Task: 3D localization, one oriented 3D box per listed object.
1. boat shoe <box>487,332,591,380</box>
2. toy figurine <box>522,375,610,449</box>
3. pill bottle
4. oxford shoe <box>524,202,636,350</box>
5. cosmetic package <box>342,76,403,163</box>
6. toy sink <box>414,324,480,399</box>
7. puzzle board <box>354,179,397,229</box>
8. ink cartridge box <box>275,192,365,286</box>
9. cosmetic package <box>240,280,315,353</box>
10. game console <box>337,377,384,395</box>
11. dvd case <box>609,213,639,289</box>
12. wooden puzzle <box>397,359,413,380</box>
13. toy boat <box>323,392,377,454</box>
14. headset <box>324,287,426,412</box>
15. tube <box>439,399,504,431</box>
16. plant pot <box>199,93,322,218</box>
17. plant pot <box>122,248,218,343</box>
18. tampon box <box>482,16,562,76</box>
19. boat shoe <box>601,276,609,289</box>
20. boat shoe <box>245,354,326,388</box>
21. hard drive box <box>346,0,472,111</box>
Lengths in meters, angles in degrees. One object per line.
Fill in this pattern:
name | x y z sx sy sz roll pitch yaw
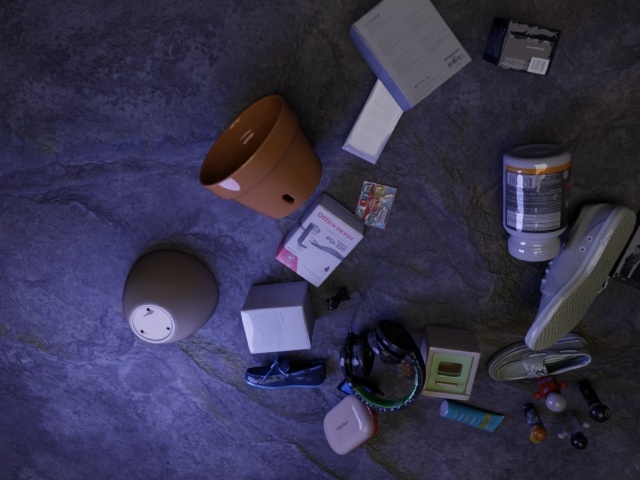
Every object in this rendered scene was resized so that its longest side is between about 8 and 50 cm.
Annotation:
boat shoe | 0.659 0.363 1.631 0.302 0.094 0.109 -23 111 14
toy figurine | 0.756 0.537 1.673 0.213 0.148 0.210 14 114 -3
pill bottle | 0.556 -0.098 1.394 0.162 0.162 0.279 -6 114 7
oxford shoe | 0.676 0.094 1.456 0.169 0.130 0.449 17 104 -43
cosmetic package | 0.151 -0.325 1.375 0.098 0.060 0.239 25 113 -9
toy sink | 0.383 0.398 1.647 0.152 0.131 0.234 7 115 2
puzzle board | 0.151 -0.098 1.506 0.096 0.011 0.128 14 115 -2
ink cartridge box | 0.000 0.000 1.513 0.158 0.092 0.218 35 114 -11
cosmetic package | -0.120 0.224 1.595 0.183 0.151 0.152 -5 114 8
game console | 0.129 0.488 1.742 0.122 0.107 0.071 29 85 -9
dvd case | 0.918 0.024 1.462 0.179 0.029 0.239 23 97 -6
wooden puzzle | 0.273 0.416 1.732 0.049 0.006 0.083 -4 114 6
toy boat | 0.119 0.597 1.764 0.151 0.151 0.231 5 137 -41
headset | 0.146 0.326 1.587 0.243 0.185 0.394 -28 86 25
tube | 0.495 0.578 1.771 0.207 0.052 0.080 19 124 -11
plant pot | -0.133 -0.191 1.357 0.291 0.291 0.203 -37 124 18
plant pot | -0.464 0.193 1.585 0.284 0.191 0.284 2 114 4
tampon box | 0.460 -0.449 1.242 0.120 0.161 0.102 11 115 1
boat shoe | 0.778 0.112 1.519 0.083 0.076 0.226 24 114 -7
boat shoe | -0.110 0.410 1.720 0.258 0.109 0.089 0 108 -14
hard drive box | 0.204 -0.451 1.254 0.181 0.089 0.232 -38 98 -1
